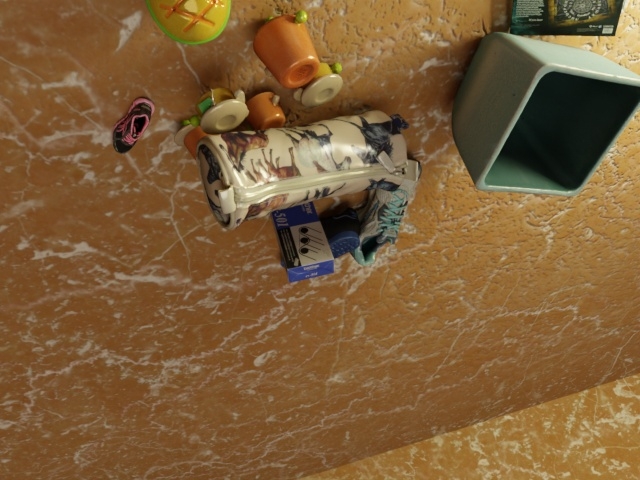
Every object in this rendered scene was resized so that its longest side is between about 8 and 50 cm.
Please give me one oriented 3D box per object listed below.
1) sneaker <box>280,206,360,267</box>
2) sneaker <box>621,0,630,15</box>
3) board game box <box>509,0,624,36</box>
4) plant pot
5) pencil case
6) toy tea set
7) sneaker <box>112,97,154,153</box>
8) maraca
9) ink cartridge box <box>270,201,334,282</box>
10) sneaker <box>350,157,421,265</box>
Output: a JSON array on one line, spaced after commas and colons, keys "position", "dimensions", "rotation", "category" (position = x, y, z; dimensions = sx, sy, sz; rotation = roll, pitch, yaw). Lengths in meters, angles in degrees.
[{"position": [0.000, 0.000, 1.298], "dimensions": [0.232, 0.091, 0.081], "rotation": [-22, 142, 34], "category": "sneaker"}, {"position": [0.488, -0.505, 0.974], "dimensions": [0.120, 0.099, 0.263], "rotation": [-8, 130, 2], "category": "sneaker"}, {"position": [0.443, -0.431, 0.994], "dimensions": [0.186, 0.026, 0.126], "rotation": [8, 142, 17], "category": "board game box"}, {"position": [0.393, -0.262, 1.049], "dimensions": [0.246, 0.252, 0.248], "rotation": [2, 132, -21], "category": "plant pot"}, {"position": [-0.025, -0.134, 1.001], "dimensions": [0.410, 0.183, 0.160], "rotation": [-16, 115, -30], "category": "pencil case"}, {"position": [-0.130, -0.269, 0.982], "dimensions": [0.335, 0.124, 0.200], "rotation": [-30, 165, 5], "category": "toy tea set"}, {"position": [-0.337, -0.196, 0.989], "dimensions": [0.047, 0.057, 0.119], "rotation": [19, 125, -36], "category": "sneaker"}, {"position": [-0.203, -0.390, 0.824], "dimensions": [0.127, 0.099, 0.186], "rotation": [-19, 112, -16], "category": "maraca"}, {"position": [-0.044, -0.010, 1.170], "dimensions": [0.097, 0.207, 0.046], "rotation": [-12, 136, -9], "category": "ink cartridge box"}, {"position": [0.154, -0.057, 1.258], "dimensions": [0.110, 0.122, 0.283], "rotation": [10, 129, -29], "category": "sneaker"}]
